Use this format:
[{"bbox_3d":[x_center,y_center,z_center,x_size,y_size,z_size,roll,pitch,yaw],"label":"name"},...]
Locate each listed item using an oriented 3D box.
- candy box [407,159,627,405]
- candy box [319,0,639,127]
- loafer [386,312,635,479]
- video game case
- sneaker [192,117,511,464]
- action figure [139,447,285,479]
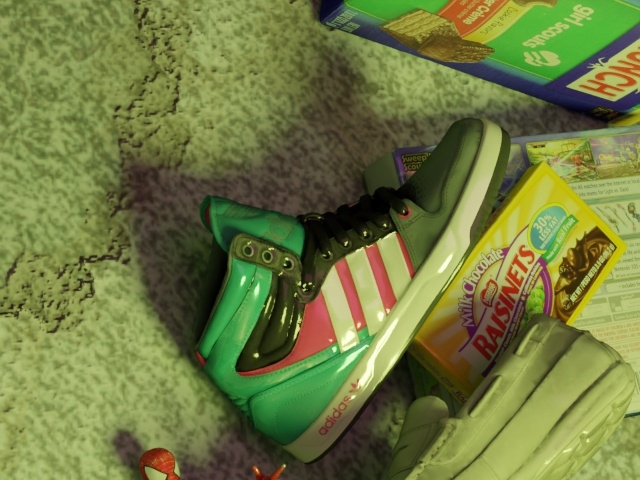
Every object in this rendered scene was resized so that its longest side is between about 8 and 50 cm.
[{"bbox_3d":[0.154,0.040,1.380,0.105,0.027,0.206,43,61,-6],"label":"candy box"},{"bbox_3d":[0.199,-0.219,1.418,0.317,0.268,0.122,16,71,-21],"label":"candy box"},{"bbox_3d":[0.095,0.168,1.251,0.111,0.112,0.319,39,56,23],"label":"loafer"},{"bbox_3d":[0.188,0.035,1.449,0.270,0.061,0.244,-7,78,-27],"label":"video game case"},{"bbox_3d":[0.000,0.000,1.307,0.178,0.124,0.295,34,87,-12],"label":"sneaker"},{"bbox_3d":[-0.053,0.268,1.217,0.091,0.139,0.280,-20,81,-31],"label":"action figure"}]
